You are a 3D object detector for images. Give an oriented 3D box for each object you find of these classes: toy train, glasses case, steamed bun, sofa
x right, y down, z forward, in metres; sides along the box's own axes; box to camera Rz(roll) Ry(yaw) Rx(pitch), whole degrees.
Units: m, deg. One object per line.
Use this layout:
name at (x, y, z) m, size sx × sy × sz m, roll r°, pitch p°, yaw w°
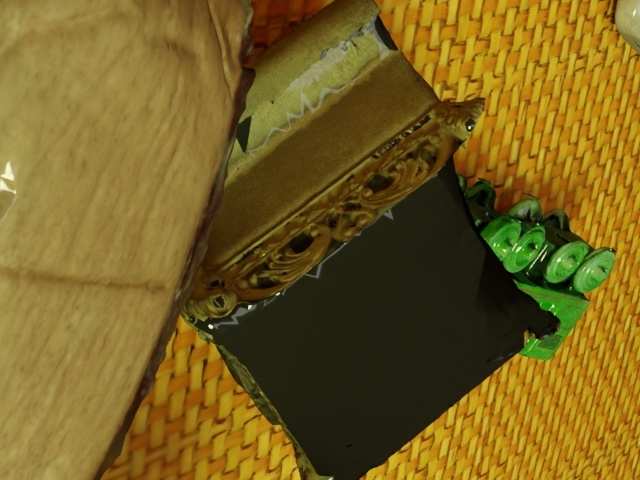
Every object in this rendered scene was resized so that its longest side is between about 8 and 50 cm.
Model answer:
toy train at (0.135, 0.024, 1.105) m, size 0.251 × 0.085 × 0.119 m, roll 13°, pitch 115°, yaw -52°
glasses case at (0.290, -0.182, 1.215) m, size 0.164 × 0.041 × 0.063 m, roll 24°, pitch 90°, yaw -57°
steamed bun at (-0.169, -0.027, 0.551) m, size 0.301 × 0.199 × 0.251 m, roll -68°, pitch 162°, yaw -7°
sofa at (0.000, 0.000, 0.863) m, size 0.200 × 0.182 × 0.258 m, roll -39°, pitch 141°, yaw -7°
